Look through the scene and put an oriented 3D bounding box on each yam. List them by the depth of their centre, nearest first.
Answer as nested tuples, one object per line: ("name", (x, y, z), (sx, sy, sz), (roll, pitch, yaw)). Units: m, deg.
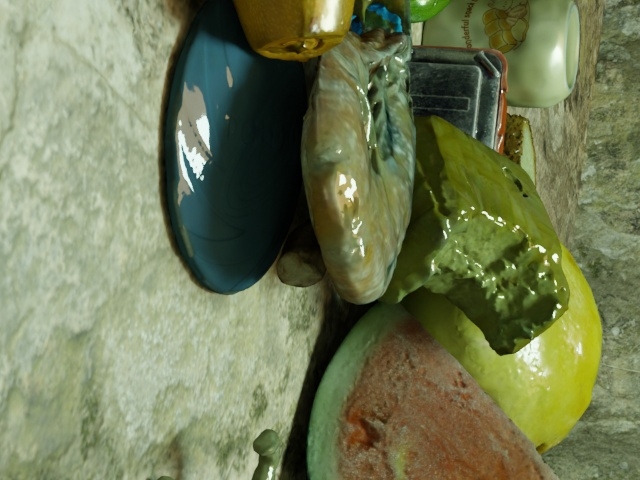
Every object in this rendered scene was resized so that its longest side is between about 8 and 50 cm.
("yam", (0.000, 0.000, 1.168), (0.241, 0.057, 0.056), (-53, 144, -73))

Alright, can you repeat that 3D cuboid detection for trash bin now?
("trash bin", (0.176, -0.145, 1.508), (0.239, 0.161, 0.184), (21, 76, -73))

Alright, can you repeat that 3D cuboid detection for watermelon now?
("watermelon", (0.096, 0.229, 1.284), (0.250, 0.293, 0.283), (51, 38, -20))

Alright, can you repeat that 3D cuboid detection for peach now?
("peach", (0.214, 0.126, 1.481), (0.314, 0.281, 0.315), (-25, 87, -49))

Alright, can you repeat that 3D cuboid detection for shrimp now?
("shrimp", (0.032, -0.134, 1.108), (0.445, 0.110, 0.221), (-85, 160, -44))

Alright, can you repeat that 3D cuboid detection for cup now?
("cup", (0.279, -0.305, 1.674), (0.255, 0.202, 0.173), (-61, 149, -48))

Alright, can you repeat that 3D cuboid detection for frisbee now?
("frisbee", (-0.057, -0.092, 1.041), (0.289, 0.049, 0.289), (5, 90, -70))

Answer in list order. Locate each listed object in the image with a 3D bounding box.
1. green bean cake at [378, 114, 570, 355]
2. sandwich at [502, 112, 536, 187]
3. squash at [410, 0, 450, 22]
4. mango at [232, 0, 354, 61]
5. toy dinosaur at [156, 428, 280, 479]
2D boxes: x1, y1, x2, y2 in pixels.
("green bean cake", (0.153, -0.010, 1.235), (0.236, 0.124, 0.233), (25, 38, -36))
("sandwich", (0.317, -0.036, 1.998), (0.271, 0.099, 0.301), (76, 24, -52))
("squash", (0.155, -0.366, 1.499), (0.292, 0.082, 0.082), (-63, 150, -47))
("mango", (-0.030, -0.315, 0.902), (0.187, 0.144, 0.359), (-104, -169, -56))
("toy dinosaur", (-0.110, 0.284, 0.966), (0.294, 0.077, 0.162), (-46, 144, -38))
